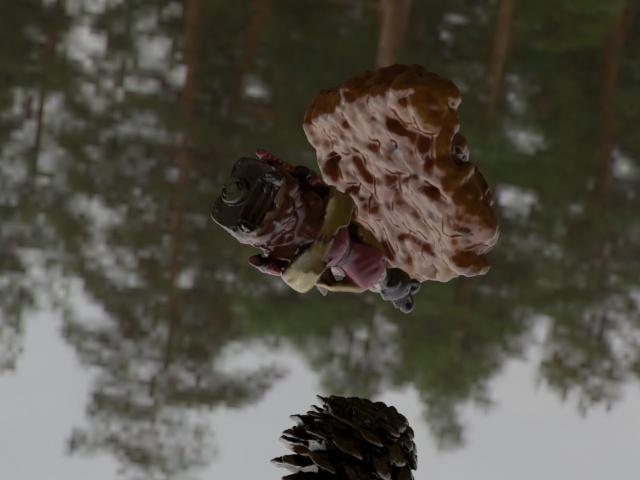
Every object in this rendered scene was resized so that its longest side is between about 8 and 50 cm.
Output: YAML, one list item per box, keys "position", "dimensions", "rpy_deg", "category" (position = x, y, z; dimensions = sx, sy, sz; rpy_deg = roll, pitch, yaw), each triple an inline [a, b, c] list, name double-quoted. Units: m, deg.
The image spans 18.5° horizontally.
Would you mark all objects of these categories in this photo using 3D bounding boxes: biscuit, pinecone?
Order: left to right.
- position: [0.029, 0.290, 2.400]
  dimensions: [0.184, 0.204, 0.179]
  rpy_deg: [23, 169, -25]
  category: "pinecone"
- position: [0.116, -0.087, 2.716]
  dimensions: [0.110, 0.312, 0.318]
  rpy_deg: [-26, -173, -34]
  category: "biscuit"

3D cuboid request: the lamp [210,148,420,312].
- position: [0.000, 0.000, 2.070]
  dimensions: [0.253, 0.118, 0.118]
  rpy_deg: [29, -179, -43]
  category: "lamp"
